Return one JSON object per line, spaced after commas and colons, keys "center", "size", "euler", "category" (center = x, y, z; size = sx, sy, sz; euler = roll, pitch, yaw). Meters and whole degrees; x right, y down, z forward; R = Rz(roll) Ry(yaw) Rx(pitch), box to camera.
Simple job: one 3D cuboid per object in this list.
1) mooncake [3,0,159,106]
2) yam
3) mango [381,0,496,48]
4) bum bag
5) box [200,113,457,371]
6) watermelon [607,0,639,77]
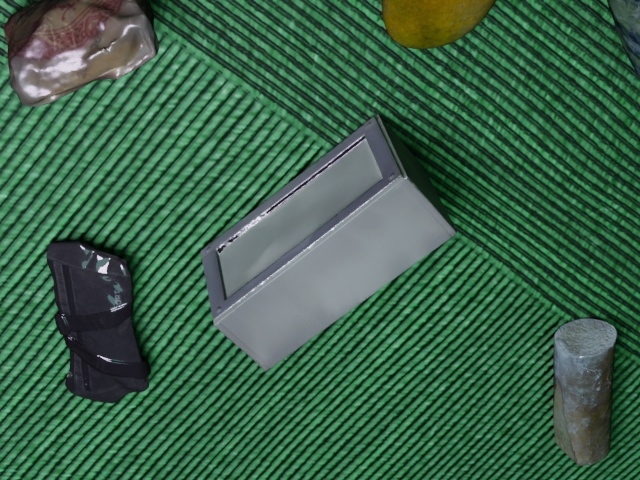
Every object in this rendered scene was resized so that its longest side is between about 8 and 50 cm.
{"center": [-0.202, -0.172, 1.081], "size": [0.130, 0.125, 0.073], "euler": [-26, 118, 1], "category": "mooncake"}
{"center": [0.288, 0.168, 1.428], "size": [0.068, 0.068, 0.169], "euler": [-9, 122, -6], "category": "yam"}
{"center": [0.095, -0.286, 1.074], "size": [0.146, 0.129, 0.289], "euler": [-22, 132, 0], "category": "mango"}
{"center": [-0.217, 0.080, 1.283], "size": [0.087, 0.049, 0.197], "euler": [5, 124, 14], "category": "bum bag"}
{"center": [0.000, 0.000, 1.226], "size": [0.225, 0.129, 0.086], "euler": [-37, 121, 12], "category": "box"}
{"center": [0.340, -0.233, 1.100], "size": [0.201, 0.213, 0.261], "euler": [-28, 123, 6], "category": "watermelon"}
